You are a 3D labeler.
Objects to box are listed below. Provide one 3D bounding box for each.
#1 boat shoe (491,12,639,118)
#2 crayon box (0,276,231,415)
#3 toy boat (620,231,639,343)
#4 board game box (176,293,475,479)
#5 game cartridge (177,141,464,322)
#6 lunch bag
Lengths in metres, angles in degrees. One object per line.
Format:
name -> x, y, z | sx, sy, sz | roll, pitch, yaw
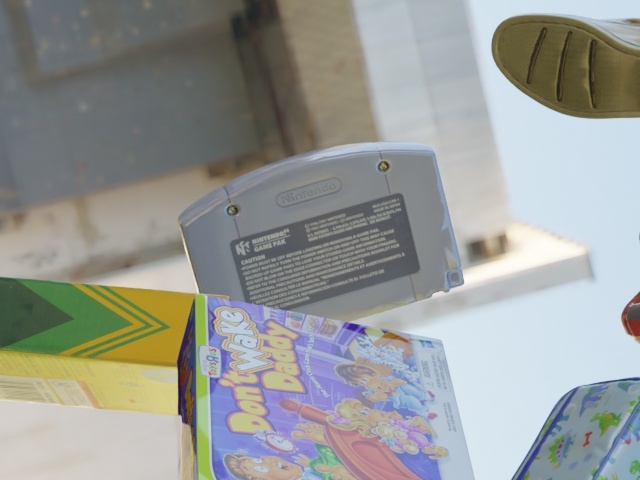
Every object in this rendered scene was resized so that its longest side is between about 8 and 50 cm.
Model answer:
boat shoe -> 0.344, -0.194, 2.057 | 0.103, 0.302, 0.113 | -39, 141, -61
crayon box -> -0.189, 0.114, 1.859 | 0.202, 0.318, 0.081 | 81, 15, -69
toy boat -> 0.497, 0.032, 2.547 | 0.151, 0.231, 0.151 | 56, -31, -12
board game box -> 0.002, 0.183, 1.519 | 0.347, 0.233, 0.078 | -99, -158, -61
game cartridge -> 0.000, 0.000, 2.058 | 0.062, 0.297, 0.198 | -125, -160, -75
lunch bag -> 0.296, 0.257, 2.054 | 0.090, 0.219, 0.176 | 44, -25, -17
